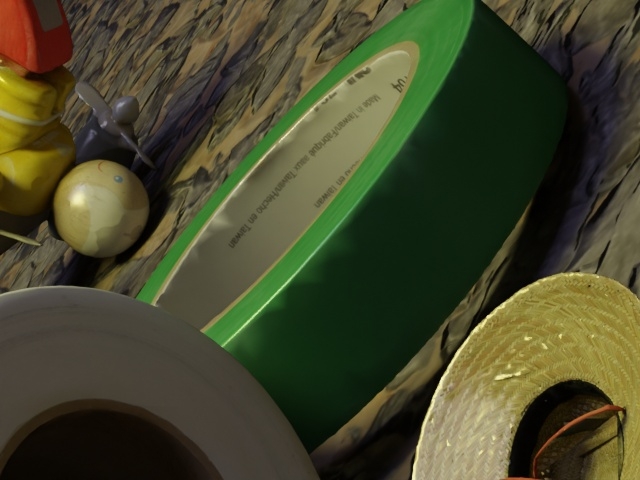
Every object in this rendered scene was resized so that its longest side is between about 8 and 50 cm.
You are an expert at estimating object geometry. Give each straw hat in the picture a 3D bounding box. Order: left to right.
[{"bbox_3d":[0.101,0.089,0.677,0.144,0.061,0.144,-36,42,40],"label":"straw hat"}]

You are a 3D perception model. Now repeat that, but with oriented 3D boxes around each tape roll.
[{"bbox_3d":[-0.133,0.163,0.824,0.169,0.246,0.246,-36,25,44],"label":"tape roll"},{"bbox_3d":[0.000,0.000,1.017,0.321,0.077,0.321,-46,13,13],"label":"tape roll"}]

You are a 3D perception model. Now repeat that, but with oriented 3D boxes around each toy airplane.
[{"bbox_3d":[-0.286,-0.022,1.599,0.384,0.272,0.386,79,-154,-61],"label":"toy airplane"}]
